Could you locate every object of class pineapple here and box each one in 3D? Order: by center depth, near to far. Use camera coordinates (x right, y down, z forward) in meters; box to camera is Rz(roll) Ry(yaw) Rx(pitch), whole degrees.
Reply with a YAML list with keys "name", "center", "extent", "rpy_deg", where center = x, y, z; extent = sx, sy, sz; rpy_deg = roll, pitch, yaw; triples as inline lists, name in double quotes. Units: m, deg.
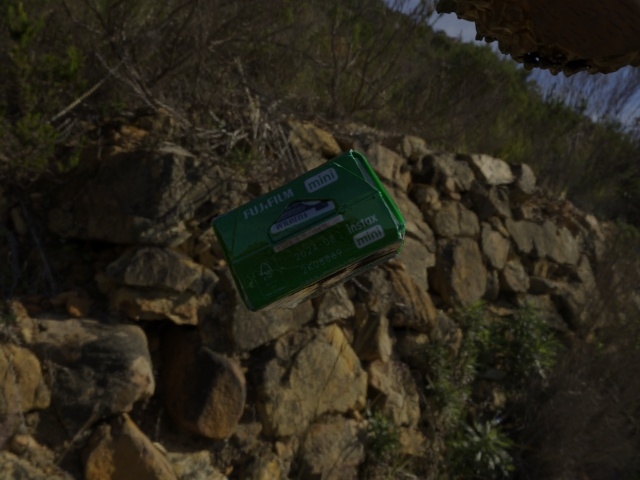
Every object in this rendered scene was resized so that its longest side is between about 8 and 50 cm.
- name: "pineapple"
  center: [0.203, -0.274, 0.554]
  extent: [0.223, 0.223, 0.357]
  rpy_deg: [10, 16, -7]

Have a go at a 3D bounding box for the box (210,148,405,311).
- name: "box"
  center: [0.000, 0.000, 0.634]
  extent: [0.180, 0.103, 0.250]
  rpy_deg: [-26, -10, 4]
